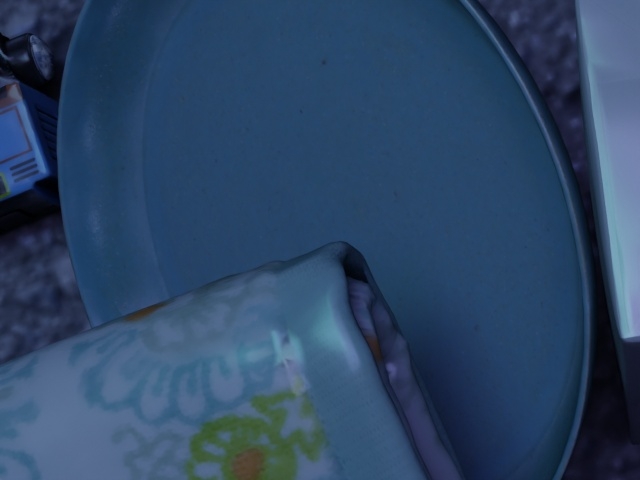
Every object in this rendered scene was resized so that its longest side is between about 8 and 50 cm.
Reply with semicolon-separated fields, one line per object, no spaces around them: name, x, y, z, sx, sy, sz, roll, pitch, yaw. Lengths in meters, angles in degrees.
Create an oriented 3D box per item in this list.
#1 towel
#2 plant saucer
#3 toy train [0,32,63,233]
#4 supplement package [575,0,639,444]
towel;-0.059;0.222;0.787;0.321;0.090;0.374;-22;96;12
plant saucer;0.000;0.000;0.845;0.318;0.044;0.317;18;117;40
toy train;-0.213;-0.040;0.978;0.184;0.080;0.105;-22;78;8
supplement package;0.180;-0.006;0.775;0.139;0.244;0.133;-7;75;7
